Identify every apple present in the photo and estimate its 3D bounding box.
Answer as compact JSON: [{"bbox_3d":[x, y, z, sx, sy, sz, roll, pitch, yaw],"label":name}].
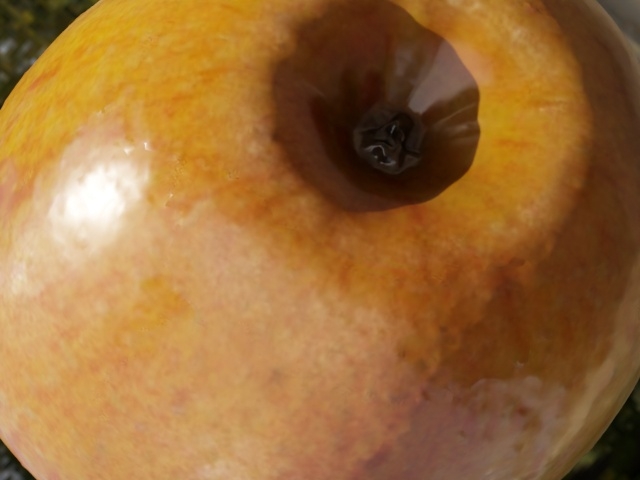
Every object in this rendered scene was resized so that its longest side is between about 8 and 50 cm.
[{"bbox_3d":[0.000,0.000,0.714,0.299,0.299,0.275,42,144,-1],"label":"apple"}]
